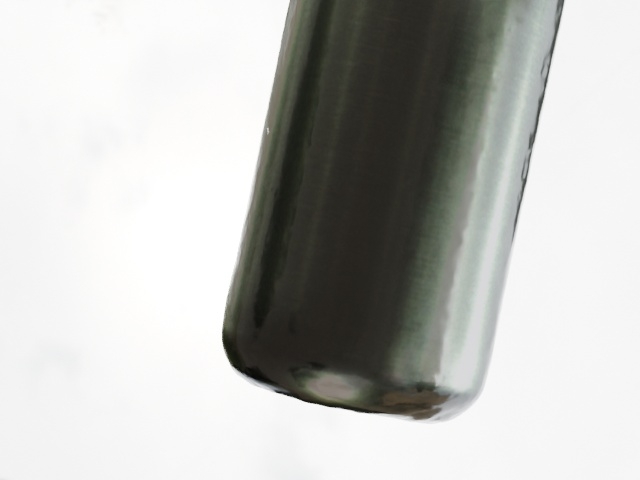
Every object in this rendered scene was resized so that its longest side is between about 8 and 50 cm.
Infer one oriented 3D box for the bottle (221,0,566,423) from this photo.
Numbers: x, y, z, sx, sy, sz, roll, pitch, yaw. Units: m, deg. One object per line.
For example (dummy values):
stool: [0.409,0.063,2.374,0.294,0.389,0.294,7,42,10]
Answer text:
bottle: [0.026,-0.077,0.509,0.096,0.079,0.253,12,-92,13]
